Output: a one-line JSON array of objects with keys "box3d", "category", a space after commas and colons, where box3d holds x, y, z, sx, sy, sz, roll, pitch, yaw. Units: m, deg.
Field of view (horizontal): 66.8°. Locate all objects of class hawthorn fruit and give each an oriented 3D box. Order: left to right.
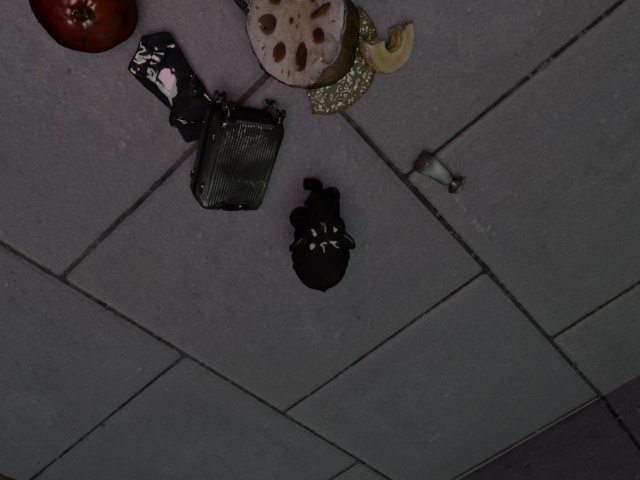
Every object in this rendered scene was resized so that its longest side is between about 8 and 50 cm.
[{"box3d": [-0.511, -0.510, 1.043, 0.224, 0.260, 0.224, -7, 126, -10], "category": "hawthorn fruit"}]

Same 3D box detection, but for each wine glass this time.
[{"box3d": [0.358, -0.203, 1.460, 0.155, 0.072, 0.072, 29, 114, -22], "category": "wine glass"}]

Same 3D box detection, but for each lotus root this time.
[{"box3d": [-0.019, -0.497, 1.146, 0.272, 0.192, 0.271, 10, 108, 33], "category": "lotus root"}]

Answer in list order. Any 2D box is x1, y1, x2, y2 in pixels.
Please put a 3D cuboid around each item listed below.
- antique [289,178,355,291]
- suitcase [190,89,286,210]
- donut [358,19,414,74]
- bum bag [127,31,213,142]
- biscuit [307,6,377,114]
[{"box3d": [0.000, 0.000, 1.432, 0.185, 0.255, 0.322, -3, 120, -3], "category": "antique"}, {"box3d": [-0.225, -0.230, 1.306, 0.202, 0.128, 0.312, -1, 125, -34], "category": "suitcase"}, {"box3d": [0.170, -0.485, 1.238, 0.166, 0.065, 0.108, -33, 133, -20], "category": "donut"}, {"box3d": [-0.364, -0.380, 1.249, 0.137, 0.074, 0.310, -34, 126, -1], "category": "bum bag"}, {"box3d": [0.076, -0.448, 1.287, 0.141, 0.038, 0.289, 23, 113, -24], "category": "biscuit"}]
